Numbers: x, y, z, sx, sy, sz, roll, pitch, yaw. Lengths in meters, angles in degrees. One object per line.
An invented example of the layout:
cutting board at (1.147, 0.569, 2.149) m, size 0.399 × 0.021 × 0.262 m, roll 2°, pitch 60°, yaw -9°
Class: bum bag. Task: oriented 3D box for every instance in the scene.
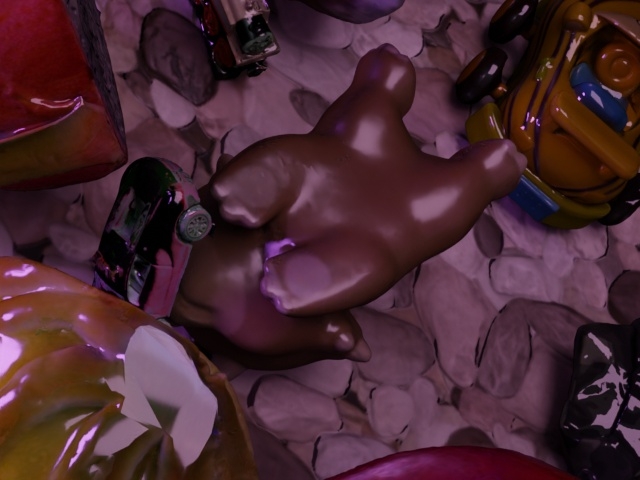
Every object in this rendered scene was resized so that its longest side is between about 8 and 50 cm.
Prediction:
bum bag at (0.337, 0.127, 1.249) m, size 0.340 × 0.095 × 0.144 m, roll -7°, pitch 79°, yaw -28°

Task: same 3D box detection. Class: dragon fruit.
dragon fruit at (-0.244, -0.158, 0.925) m, size 0.189 × 0.290 × 0.290 m, roll -14°, pitch 74°, yaw -4°

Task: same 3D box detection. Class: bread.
bread at (-0.143, 0.141, 0.905) m, size 0.261 × 0.158 × 0.156 m, roll 36°, pitch 57°, yaw -10°

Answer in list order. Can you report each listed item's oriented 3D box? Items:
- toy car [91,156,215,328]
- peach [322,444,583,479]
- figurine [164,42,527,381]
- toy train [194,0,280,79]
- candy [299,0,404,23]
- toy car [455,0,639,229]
toy car at (-0.120, 0.014, 0.951) m, size 0.055 × 0.142 × 0.069 m, roll 2°, pitch 25°, yaw -41°
peach at (0.087, 0.333, 0.860) m, size 0.353 × 0.416 × 0.339 m, roll 29°, pitch 58°, yaw 28°
figurine at (-0.006, -0.001, 1.045) m, size 0.177 × 0.173 × 0.247 m, roll 40°, pitch 61°, yaw 3°
toy train at (-0.095, -0.248, 1.163) m, size 0.053 × 0.085 × 0.249 m, roll -18°, pitch 78°, yaw -19°
candy at (0.016, -0.314, 1.178) m, size 0.157 × 0.214 × 0.289 m, roll 14°, pitch 50°, yaw -23°
toy car at (0.242, -0.135, 1.281) m, size 0.200 × 0.142 × 0.248 m, roll 37°, pitch 55°, yaw -13°
